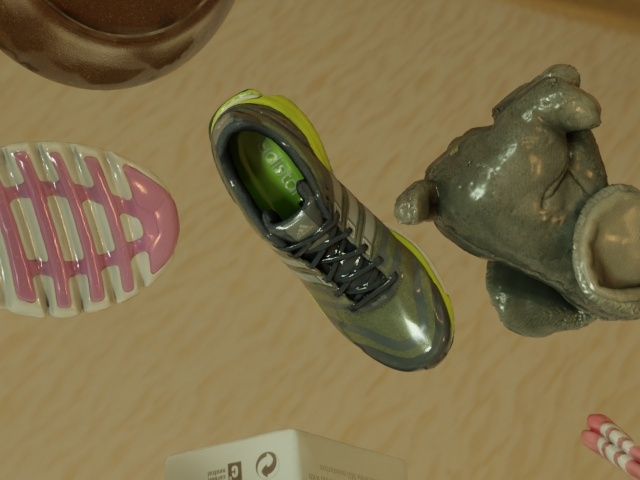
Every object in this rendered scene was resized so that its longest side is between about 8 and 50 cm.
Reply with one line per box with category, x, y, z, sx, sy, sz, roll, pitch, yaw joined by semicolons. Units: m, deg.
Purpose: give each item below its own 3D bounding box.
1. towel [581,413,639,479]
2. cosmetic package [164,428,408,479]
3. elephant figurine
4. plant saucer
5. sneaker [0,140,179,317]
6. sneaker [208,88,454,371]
towel;0.245;0.163;1.028;0.144;0.029;0.197;34;179;-26
cosmetic package;-0.015;0.430;1.763;0.161;0.230;0.453;-15;68;28
elephant figurine;0.199;0.001;1.348;0.186;0.169;0.239;-37;94;10
plant saucer;-0.174;-0.281;1.520;0.050;0.310;0.311;6;126;55
sneaker;-0.195;-0.001;0.996;0.236;0.104;0.095;-9;95;-2
sneaker;0.000;0.000;1.582;0.111;0.121;0.300;-43;89;13
